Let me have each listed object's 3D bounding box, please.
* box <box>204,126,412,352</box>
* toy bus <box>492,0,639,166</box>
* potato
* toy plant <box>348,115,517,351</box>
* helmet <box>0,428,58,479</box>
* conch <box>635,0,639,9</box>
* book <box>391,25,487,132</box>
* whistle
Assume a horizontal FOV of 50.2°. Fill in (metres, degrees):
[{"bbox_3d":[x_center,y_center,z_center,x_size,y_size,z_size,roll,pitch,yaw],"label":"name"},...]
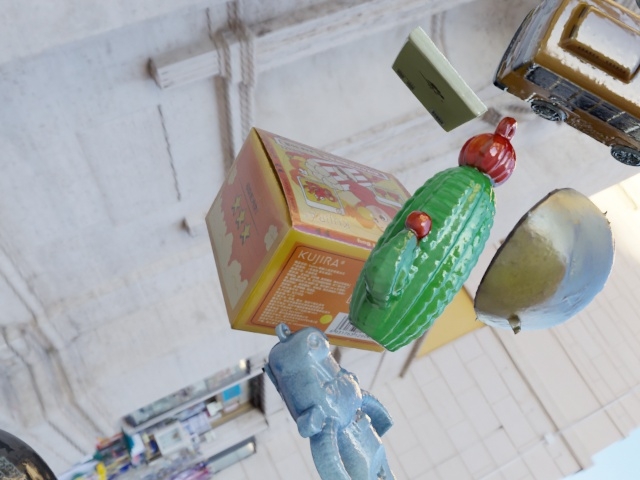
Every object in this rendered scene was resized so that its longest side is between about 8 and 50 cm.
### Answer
[{"bbox_3d":[0.000,0.000,1.077,0.214,0.284,0.259,-55,-143,29],"label":"box"},{"bbox_3d":[0.279,-0.152,0.648,0.201,0.098,0.114,29,-6,0],"label":"toy bus"},{"bbox_3d":[0.335,0.052,0.986,0.116,0.239,0.299,43,14,28],"label":"potato"},{"bbox_3d":[0.114,0.000,0.653,0.088,0.240,0.154,30,-32,26],"label":"toy plant"},{"bbox_3d":[-0.391,0.342,0.725,0.279,0.230,0.160,50,15,12],"label":"helmet"},{"bbox_3d":[0.662,-0.406,1.173,0.277,0.195,0.220,58,-31,5],"label":"conch"},{"bbox_3d":[0.090,-0.122,0.533,0.077,0.014,0.111,49,1,-3],"label":"book"},{"bbox_3d":[0.019,0.218,0.844,0.269,0.093,0.180,55,23,3],"label":"whistle"}]
